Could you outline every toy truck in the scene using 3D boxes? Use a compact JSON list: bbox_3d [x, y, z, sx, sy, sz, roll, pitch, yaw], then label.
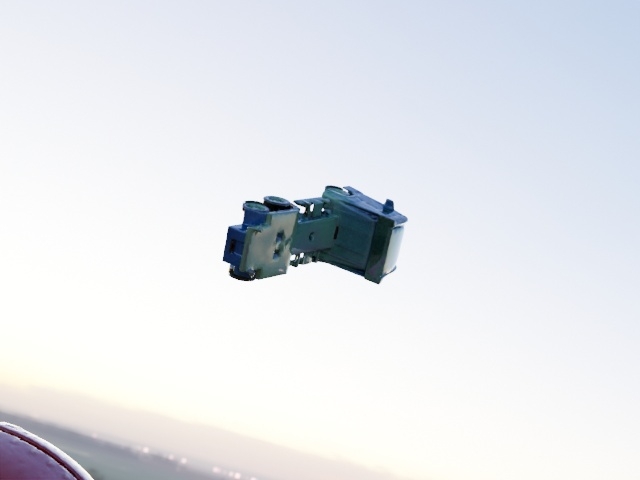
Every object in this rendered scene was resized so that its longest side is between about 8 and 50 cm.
[{"bbox_3d":[0.000,0.000,0.817,0.081,0.067,0.175,22,18,31],"label":"toy truck"}]

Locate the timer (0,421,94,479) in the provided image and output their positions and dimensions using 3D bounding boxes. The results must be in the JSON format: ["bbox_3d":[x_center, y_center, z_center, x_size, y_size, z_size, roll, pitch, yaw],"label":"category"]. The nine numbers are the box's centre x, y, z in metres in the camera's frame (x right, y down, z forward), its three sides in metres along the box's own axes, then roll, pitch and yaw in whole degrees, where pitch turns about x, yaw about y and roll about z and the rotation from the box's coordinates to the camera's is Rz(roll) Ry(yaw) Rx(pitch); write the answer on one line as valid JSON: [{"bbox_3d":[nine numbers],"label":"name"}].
[{"bbox_3d":[-0.349,0.350,0.945,0.377,0.378,0.279,15,1,4],"label":"timer"}]
